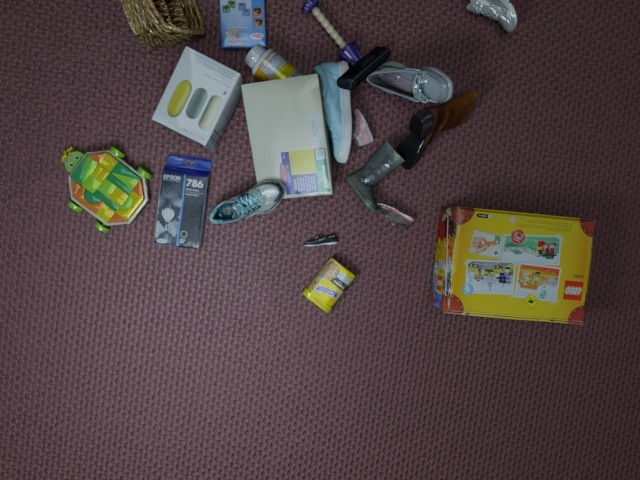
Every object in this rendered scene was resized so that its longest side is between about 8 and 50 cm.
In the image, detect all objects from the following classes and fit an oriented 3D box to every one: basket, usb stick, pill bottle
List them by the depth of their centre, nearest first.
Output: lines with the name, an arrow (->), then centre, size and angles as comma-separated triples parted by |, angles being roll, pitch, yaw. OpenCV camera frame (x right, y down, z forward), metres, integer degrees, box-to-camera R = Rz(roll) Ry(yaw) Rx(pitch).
basket -> -0.545, -0.830, 1.655 | 0.223, 0.213, 0.299 | -16, 94, -1
usb stick -> 0.152, -0.598, 1.711 | 0.278, 0.077, 0.045 | -49, 140, -34
pill bottle -> -0.157, -0.586, 1.737 | 0.215, 0.117, 0.117 | 40, 91, -4

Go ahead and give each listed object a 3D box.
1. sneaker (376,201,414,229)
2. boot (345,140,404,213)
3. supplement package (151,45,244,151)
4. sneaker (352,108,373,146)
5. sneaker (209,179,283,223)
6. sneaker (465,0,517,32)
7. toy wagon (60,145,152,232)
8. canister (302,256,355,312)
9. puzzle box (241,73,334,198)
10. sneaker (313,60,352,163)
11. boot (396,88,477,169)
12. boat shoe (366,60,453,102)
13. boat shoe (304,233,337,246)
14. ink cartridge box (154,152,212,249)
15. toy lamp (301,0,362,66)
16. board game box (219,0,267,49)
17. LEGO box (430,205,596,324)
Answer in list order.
sneaker -> 0.264, -0.087, 1.819 | 0.158, 0.061, 0.064 | 27, 99, -3
boot -> 0.214, -0.224, 1.775 | 0.209, 0.076, 0.189 | -35, 81, 6
supplement package -> -0.406, -0.472, 1.691 | 0.199, 0.198, 0.262 | 26, 92, -5
sneaker -> 0.134, -0.405, 1.795 | 0.070, 0.051, 0.134 | -27, 99, -6
sneaker -> -0.260, -0.118, 1.725 | 0.283, 0.122, 0.110 | -23, 100, 17
sneaker -> 0.594, -0.840, 1.778 | 0.121, 0.099, 0.262 | -36, 87, 7
toy wagon -> -0.780, -0.206, 1.755 | 0.344, 0.068, 0.267 | 38, 91, -4
canister -> 0.033, 0.161, 1.815 | 0.126, 0.073, 0.170 | 38, 90, -5
puzzle box -> -0.109, -0.348, 1.713 | 0.272, 0.052, 0.408 | -3, 107, 12
sneaker -> 0.032, -0.450, 1.754 | 0.150, 0.135, 0.365 | -2, 82, -1
boot -> 0.413, -0.397, 1.772 | 0.280, 0.264, 0.096 | -29, 57, -26
boat shoe -> 0.302, -0.532, 1.683 | 0.103, 0.320, 0.118 | -32, 137, -29
boat shoe -> 0.000, 0.000, 1.816 | 0.125, 0.046, 0.038 | -7, 94, -5
ink cartridge box -> -0.492, -0.141, 1.777 | 0.166, 0.065, 0.332 | 6, 92, -3
toy lamp -> 0.046, -0.737, 1.757 | 0.080, 0.080, 0.274 | -41, 95, 0
board game box -> -0.275, -0.789, 1.758 | 0.160, 0.039, 0.211 | -2, 93, -2
LEGO box -> 0.681, 0.084, 1.779 | 0.501, 0.193, 0.372 | 6, 93, -3
